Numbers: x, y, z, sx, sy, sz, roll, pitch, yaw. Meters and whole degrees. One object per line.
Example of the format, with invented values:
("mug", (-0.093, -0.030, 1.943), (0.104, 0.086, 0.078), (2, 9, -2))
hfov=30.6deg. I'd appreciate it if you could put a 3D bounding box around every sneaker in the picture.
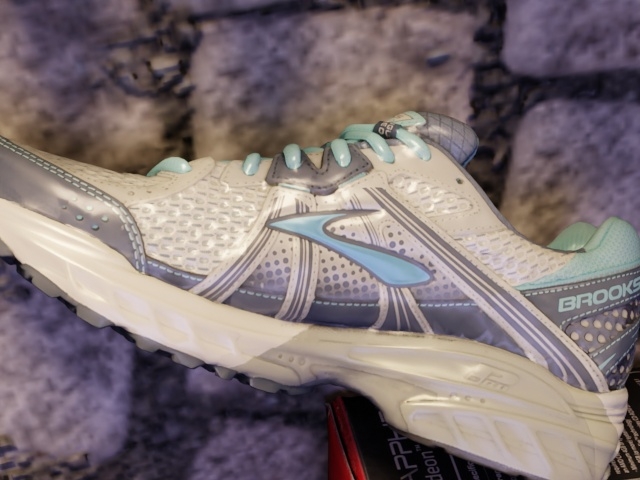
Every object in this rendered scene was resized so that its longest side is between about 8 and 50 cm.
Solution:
("sneaker", (0.000, 0.000, 0.468), (0.283, 0.110, 0.122), (20, 87, -14))

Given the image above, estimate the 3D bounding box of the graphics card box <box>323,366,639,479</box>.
("graphics card box", (0.189, 0.176, 0.600), (0.371, 0.094, 0.233), (-5, 121, -10))
